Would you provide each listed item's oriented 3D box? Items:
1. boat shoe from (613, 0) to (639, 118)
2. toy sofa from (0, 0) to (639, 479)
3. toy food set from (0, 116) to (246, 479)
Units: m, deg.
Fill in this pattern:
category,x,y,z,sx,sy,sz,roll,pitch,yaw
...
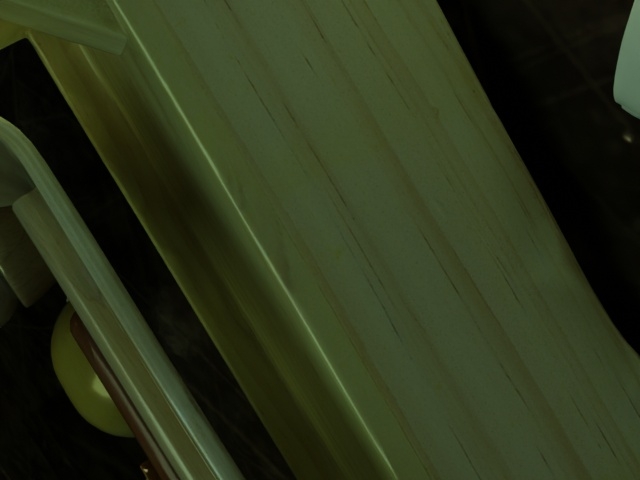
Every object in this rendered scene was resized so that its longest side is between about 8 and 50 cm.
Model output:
category,x,y,z,sx,sy,sz,roll,pitch,yaw
boat shoe,0.142,-0.106,0.380,0.063,0.066,0.184,23,131,16
toy sofa,0.000,0.000,0.564,0.362,0.177,0.150,59,167,-5
toy food set,-0.103,0.098,0.573,0.306,0.092,0.220,57,168,10
